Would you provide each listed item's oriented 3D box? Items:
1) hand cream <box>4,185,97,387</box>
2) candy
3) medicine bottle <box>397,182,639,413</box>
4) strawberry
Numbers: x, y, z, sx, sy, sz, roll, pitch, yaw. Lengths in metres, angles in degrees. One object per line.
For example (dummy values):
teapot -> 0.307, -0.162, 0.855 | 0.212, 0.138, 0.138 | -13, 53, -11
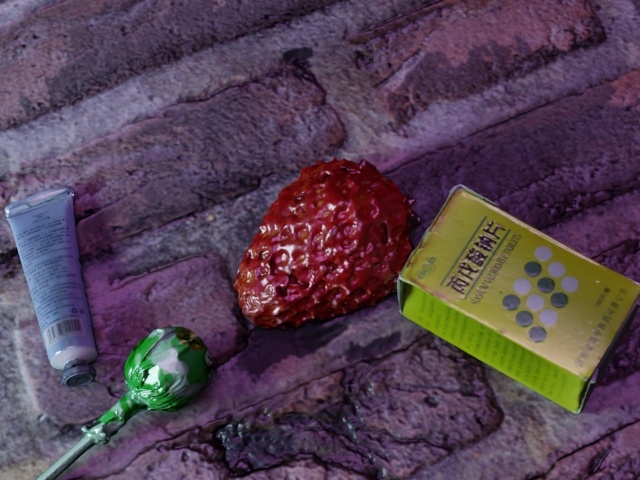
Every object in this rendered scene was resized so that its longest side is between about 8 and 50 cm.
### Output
hand cream -> -0.308, 0.051, 1.783 | 0.088, 0.055, 0.256 | -20, 63, 2
candy -> -0.253, 0.220, 1.699 | 0.323, 0.097, 0.097 | -42, 70, -7
medicine bottle -> 0.222, 0.065, 1.702 | 0.250, 0.141, 0.137 | 29, 74, 15
strawberry -> 0.000, 0.000, 1.757 | 0.236, 0.111, 0.190 | -39, 72, -13
